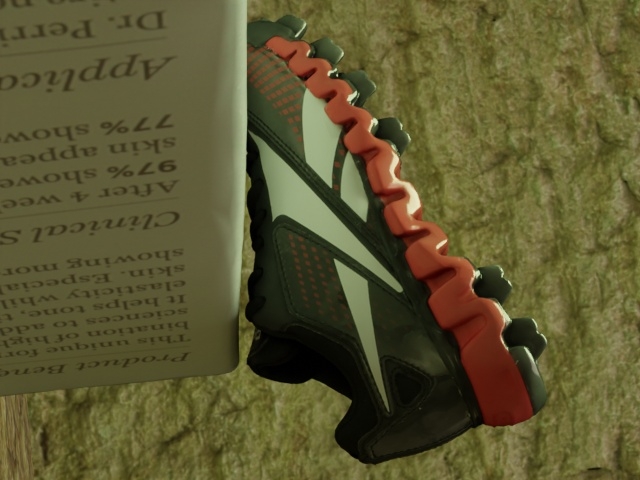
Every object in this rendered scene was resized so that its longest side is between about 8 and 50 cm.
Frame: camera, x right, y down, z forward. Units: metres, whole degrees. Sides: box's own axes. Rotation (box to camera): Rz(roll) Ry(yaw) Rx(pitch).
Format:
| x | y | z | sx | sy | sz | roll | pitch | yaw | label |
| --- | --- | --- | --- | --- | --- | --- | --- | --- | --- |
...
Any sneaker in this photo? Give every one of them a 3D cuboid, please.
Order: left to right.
| x | y | z | sx | sy | sz | roll | pitch | yaw | label |
| --- | --- | --- | --- | --- | --- | --- | --- | --- | --- |
| 0.000 | 0.000 | 0.665 | 0.276 | 0.135 | 0.098 | 58 | -4 | 21 | sneaker |

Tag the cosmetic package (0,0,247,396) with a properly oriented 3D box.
| x | y | z | sx | sy | sz | roll | pitch | yaw | label |
| --- | --- | --- | --- | --- | --- | --- | --- | --- | --- |
| -0.210 | -0.136 | 0.560 | 0.394 | 0.329 | 0.328 | 101 | -18 | -63 | cosmetic package |
